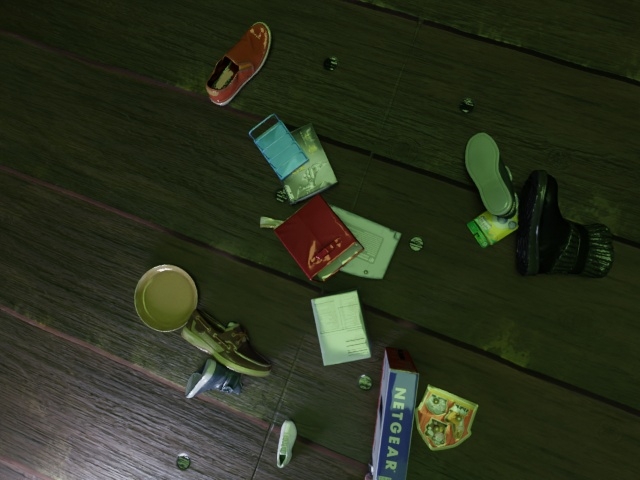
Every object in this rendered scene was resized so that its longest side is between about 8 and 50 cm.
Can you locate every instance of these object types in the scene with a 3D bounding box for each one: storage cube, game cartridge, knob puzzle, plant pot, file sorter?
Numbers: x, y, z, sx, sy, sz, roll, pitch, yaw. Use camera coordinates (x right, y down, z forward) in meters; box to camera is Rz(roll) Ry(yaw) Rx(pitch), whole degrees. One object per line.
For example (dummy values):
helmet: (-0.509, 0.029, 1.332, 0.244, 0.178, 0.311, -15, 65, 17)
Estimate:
storage cube: (0.000, 0.000, 1.350, 0.183, 0.215, 0.193, -39, 77, 4)
game cartridge: (0.103, 0.010, 1.464, 0.294, 0.060, 0.196, 23, 86, 8)
knob puzzle: (0.400, 0.595, 1.404, 0.212, 0.030, 0.214, 0, 87, 7)
plant pot: (-0.548, 0.205, 1.542, 0.236, 0.032, 0.237, 0, 86, 6)
file sorter: (-0.140, -0.312, 1.428, 0.118, 0.104, 0.170, -36, 83, 5)

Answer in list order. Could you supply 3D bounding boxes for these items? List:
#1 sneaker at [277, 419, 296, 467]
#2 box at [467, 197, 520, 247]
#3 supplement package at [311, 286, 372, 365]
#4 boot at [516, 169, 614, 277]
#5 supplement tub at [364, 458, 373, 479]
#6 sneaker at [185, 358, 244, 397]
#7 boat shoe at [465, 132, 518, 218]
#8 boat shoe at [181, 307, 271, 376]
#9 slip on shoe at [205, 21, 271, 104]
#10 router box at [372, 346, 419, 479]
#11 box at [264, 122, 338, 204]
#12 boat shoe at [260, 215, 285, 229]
sneaker: (-0.115, 0.686, 1.447, 0.053, 0.061, 0.153, 6, 86, 9)
box: (0.585, -0.063, 1.414, 0.179, 0.043, 0.105, -34, 83, 6)
supplement package: (0.072, 0.267, 1.380, 0.149, 0.194, 0.203, -12, 85, 7)
boot: (0.755, -0.048, 1.318, 0.259, 0.131, 0.349, -2, 110, 6)
supplement tub: (0.196, 0.813, 1.378, 0.105, 0.106, 0.198, -4, 86, 7)
sneaker: (-0.356, 0.494, 1.474, 0.163, 0.086, 0.226, 25, 132, -26)
boat shoe: (0.553, -0.206, 1.395, 0.114, 0.091, 0.303, -22, 63, 38)
boat shoe: (-0.307, 0.341, 1.463, 0.341, 0.123, 0.123, 26, 91, 14)
slip on shoe: (-0.289, -0.633, 1.524, 0.123, 0.101, 0.331, 38, 90, 9)
router box: (0.219, 0.519, 1.294, 0.082, 0.301, 0.336, 8, 87, 7)
box: (-0.065, -0.263, 1.497, 0.182, 0.056, 0.231, -24, 84, 6)
boat shoe: (-0.148, -0.051, 1.501, 0.135, 0.050, 0.045, 13, 92, 18)
